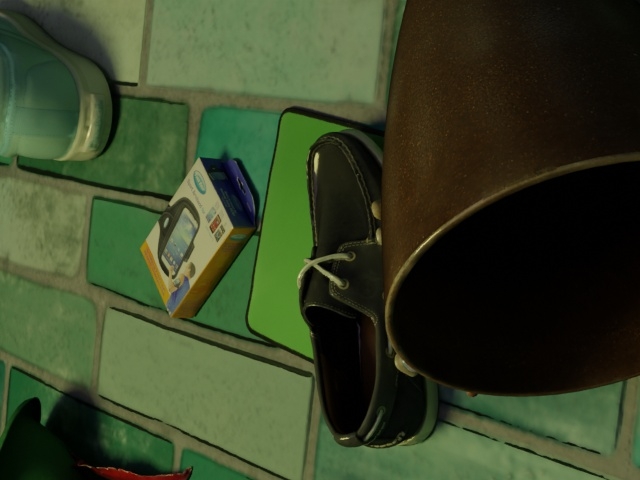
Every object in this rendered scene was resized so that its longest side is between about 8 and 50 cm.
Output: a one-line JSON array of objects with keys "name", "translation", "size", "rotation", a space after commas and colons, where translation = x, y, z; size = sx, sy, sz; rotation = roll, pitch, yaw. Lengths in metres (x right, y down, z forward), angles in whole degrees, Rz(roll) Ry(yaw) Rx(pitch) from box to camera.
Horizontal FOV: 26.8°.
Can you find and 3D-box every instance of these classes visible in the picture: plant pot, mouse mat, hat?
[{"name": "plant pot", "translation": [0.124, -0.065, 0.759], "size": [0.215, 0.215, 0.230], "rotation": [-46, 41, 39]}, {"name": "mouse mat", "translation": [0.000, 0.000, 1.035], "size": [0.153, 0.007, 0.189], "rotation": [21, 105, 48]}, {"name": "hat", "translation": [-0.217, 0.254, 1.275], "size": [0.208, 0.184, 0.172], "rotation": [-60, -17, -86]}]

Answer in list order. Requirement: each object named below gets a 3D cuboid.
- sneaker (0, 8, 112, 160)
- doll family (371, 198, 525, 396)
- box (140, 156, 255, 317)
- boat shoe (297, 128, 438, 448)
[{"name": "sneaker", "translation": [-0.358, -0.171, 1.361], "size": [0.366, 0.150, 0.135], "rotation": [20, 103, 49]}, {"name": "doll family", "translation": [0.093, 0.005, 0.877], "size": [0.111, 0.076, 0.192], "rotation": [-19, 79, 44]}, {"name": "box", "translation": [-0.103, -0.007, 1.144], "size": [0.136, 0.028, 0.081], "rotation": [-55, 50, 36]}, {"name": "boat shoe", "translation": [0.024, 0.030, 0.944], "size": [0.084, 0.079, 0.233], "rotation": [-21, 73, 46]}]
